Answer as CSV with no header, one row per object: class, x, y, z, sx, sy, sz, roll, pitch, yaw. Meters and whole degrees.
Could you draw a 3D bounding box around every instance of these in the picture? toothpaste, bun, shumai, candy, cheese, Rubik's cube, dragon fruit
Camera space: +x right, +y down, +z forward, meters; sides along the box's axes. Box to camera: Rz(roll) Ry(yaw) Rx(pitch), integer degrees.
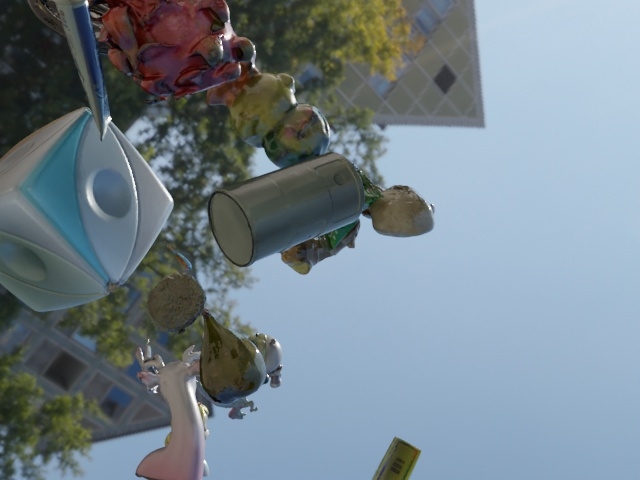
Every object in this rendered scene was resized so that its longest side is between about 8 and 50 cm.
toothpaste,-0.373,-0.289,1.294,0.047,0.268,0.069,-25,-135,-23
bun,0.201,-0.078,2.000,0.167,0.113,0.173,-9,-160,-23
shumai,-0.273,0.128,1.523,0.123,0.099,0.087,-49,172,-35
candy,0.058,-0.076,2.003,0.203,0.078,0.141,-47,-146,16
cheese,-0.349,0.039,1.995,0.017,0.047,0.111,-39,-122,-17
Rubik's cube,-0.616,-0.068,1.954,0.347,0.351,0.352,-15,-148,37
dragon fruit,-0.285,-0.378,1.482,0.228,0.307,0.243,-23,-99,46

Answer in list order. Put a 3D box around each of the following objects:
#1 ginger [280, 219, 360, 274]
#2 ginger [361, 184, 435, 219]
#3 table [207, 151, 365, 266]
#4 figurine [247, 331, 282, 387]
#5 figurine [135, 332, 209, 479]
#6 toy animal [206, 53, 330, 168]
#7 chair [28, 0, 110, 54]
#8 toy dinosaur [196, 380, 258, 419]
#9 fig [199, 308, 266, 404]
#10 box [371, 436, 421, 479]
ginger,0.000,0.000,2.247,0.295,0.131,0.086,-26,174,-37
ginger,0.187,-0.096,2.306,0.133,0.107,0.309,-14,-158,-32
table,-0.053,-0.052,1.278,0.220,0.126,0.126,-24,-166,-34
figurine,-0.144,0.312,2.094,0.094,0.197,0.147,-2,-131,-3
figurine,-0.325,0.355,1.786,0.284,0.207,0.315,134,-38,-79
toy animal,-0.129,-0.321,2.135,0.216,0.338,0.191,-52,-175,-25
chair,-0.453,-0.658,1.789,0.410,0.365,0.361,-53,-163,40
toy dinosaur,-0.260,0.405,2.108,0.167,0.242,0.053,-48,-136,30
fig,-0.197,0.236,1.579,0.133,0.185,0.126,-20,-149,57
box,0.106,0.489,1.509,0.141,0.064,0.219,-45,157,-57
